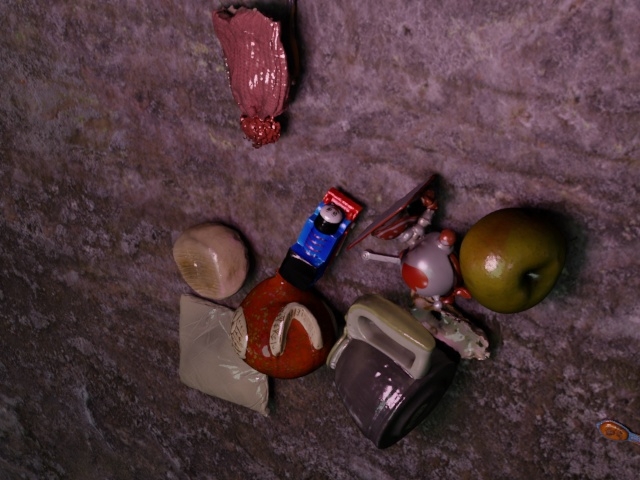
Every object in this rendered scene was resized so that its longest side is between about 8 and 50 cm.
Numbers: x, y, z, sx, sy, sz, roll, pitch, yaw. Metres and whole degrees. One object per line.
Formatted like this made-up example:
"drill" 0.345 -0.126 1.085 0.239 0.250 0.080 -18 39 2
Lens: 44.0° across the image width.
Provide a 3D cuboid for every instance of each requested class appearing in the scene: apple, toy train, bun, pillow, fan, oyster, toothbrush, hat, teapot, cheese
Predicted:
"apple" 0.341 0.034 1.427 0.157 0.196 0.196 -129 34 -54
"toy train" 0.000 0.000 1.662 0.082 0.131 0.204 36 129 12
"bun" -0.249 0.042 1.856 0.193 0.128 0.178 1 116 45
"pillow" -0.241 0.287 2.017 0.274 0.076 0.281 13 116 24
"fan" 0.211 0.044 1.622 0.282 0.023 0.057 11 122 27
"oyster" 0.266 0.168 1.629 0.209 0.072 0.133 28 149 9
"toothbrush" -0.058 -0.470 1.512 0.031 0.023 0.321 14 121 35
"hat" -0.126 -0.325 1.584 0.236 0.107 0.286 29 133 53
"teapot" 0.120 0.268 1.640 0.239 0.239 0.321 41 175 25
"cheese" 0.599 0.382 1.557 0.111 0.017 0.047 16 125 25

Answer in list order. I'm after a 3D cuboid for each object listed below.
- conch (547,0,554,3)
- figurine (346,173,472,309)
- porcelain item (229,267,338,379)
"conch" 0.339 -0.463 1.154 0.158 0.127 0.255 -4 137 20
"figurine" 0.205 0.029 1.527 0.226 0.160 0.183 50 131 -1
"porcelain item" -0.081 0.170 1.745 0.253 0.253 0.253 15 122 26
